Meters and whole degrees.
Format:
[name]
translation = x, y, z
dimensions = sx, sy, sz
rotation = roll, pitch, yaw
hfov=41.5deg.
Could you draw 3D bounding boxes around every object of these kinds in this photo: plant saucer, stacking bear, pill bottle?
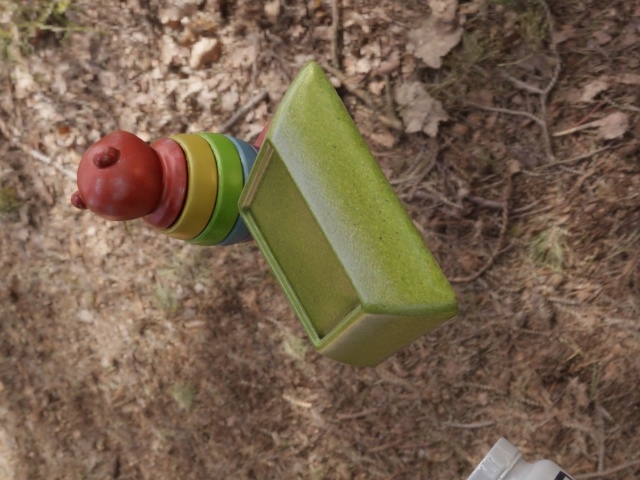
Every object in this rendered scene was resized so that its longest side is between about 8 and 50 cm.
[plant saucer]
translation = 0.000, 0.000, 0.596
dimensions = 0.188, 0.045, 0.188
rotation = 60, 158, 10
[stacking bear]
translation = -0.178, -0.075, 1.110
dimensions = 0.175, 0.289, 0.164
rotation = -44, 55, 40
[pill bottle]
translation = 0.211, 0.260, 0.765
dimensions = 0.169, 0.094, 0.094
rotation = 39, 126, 19
